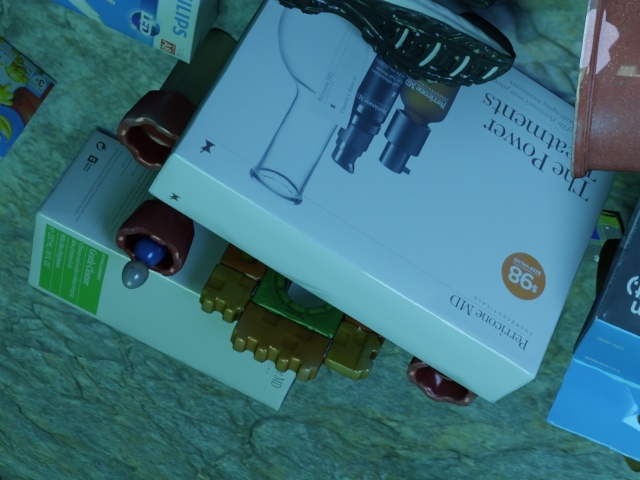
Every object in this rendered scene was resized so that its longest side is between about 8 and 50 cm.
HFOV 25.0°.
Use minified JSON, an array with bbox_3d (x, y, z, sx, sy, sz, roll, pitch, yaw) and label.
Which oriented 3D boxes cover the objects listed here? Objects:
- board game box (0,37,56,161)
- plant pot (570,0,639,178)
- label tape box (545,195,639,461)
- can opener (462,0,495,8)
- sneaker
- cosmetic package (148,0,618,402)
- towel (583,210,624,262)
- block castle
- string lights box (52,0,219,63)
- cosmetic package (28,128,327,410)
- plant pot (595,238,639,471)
[{"bbox_3d":[-0.460,-0.110,1.692,0.142,0.275,0.144,39,146,-19],"label":"board game box"},{"bbox_3d":[0.338,-0.161,1.063,0.265,0.272,0.272,9,145,14],"label":"plant pot"},{"bbox_3d":[0.373,0.062,1.274,0.240,0.334,0.106,23,-176,7],"label":"label tape box"},{"bbox_3d":[0.094,-0.281,1.244,0.186,0.073,0.059,40,150,0],"label":"can opener"},{"bbox_3d":[0.061,-0.231,1.290,0.271,0.108,0.100,30,154,-7],"label":"sneaker"},{"bbox_3d":[0.073,-0.069,1.343,0.377,0.284,0.097,31,152,-7],"label":"cosmetic package"},{"bbox_3d":[0.296,-0.003,1.535,0.060,0.009,0.083,9,144,28],"label":"towel"},{"bbox_3d":[0.000,0.000,1.569,0.453,0.213,0.303,24,148,5],"label":"block castle"},{"bbox_3d":[-0.225,-0.293,1.442,0.259,0.077,0.133,25,147,4],"label":"string lights box"},{"bbox_3d":[-0.165,0.039,1.804,0.365,0.155,0.197,27,147,3],"label":"cosmetic package"},{"bbox_3d":[0.424,0.102,1.420,0.254,0.237,0.237,-7,136,22],"label":"plant pot"}]
